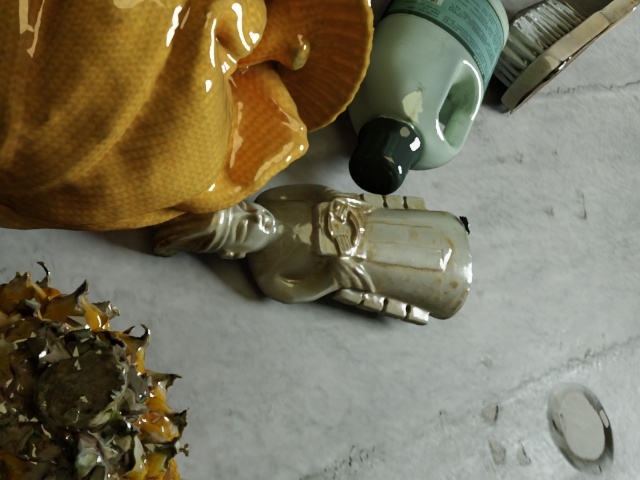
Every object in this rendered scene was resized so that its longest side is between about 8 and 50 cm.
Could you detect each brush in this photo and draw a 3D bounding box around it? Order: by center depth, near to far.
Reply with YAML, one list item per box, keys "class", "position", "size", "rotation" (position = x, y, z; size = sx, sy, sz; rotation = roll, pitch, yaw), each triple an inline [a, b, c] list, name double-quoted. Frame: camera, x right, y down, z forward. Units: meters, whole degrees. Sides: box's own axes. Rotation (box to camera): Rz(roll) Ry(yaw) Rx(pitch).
- class: "brush"
  position: [0.232, -0.201, 0.966]
  size: [0.065, 0.070, 0.327]
  rotation: [47, 42, 6]

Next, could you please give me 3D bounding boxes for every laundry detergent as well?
- class: "laundry detergent"
  position: [0.072, -0.114, 0.765]
  size: [0.099, 0.070, 0.226]
  rotation: [46, 43, -20]

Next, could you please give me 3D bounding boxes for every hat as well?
- class: "hat"
  position: [-0.120, -0.075, 0.495]
  size: [0.233, 0.244, 0.233]
  rotation: [37, 58, -5]

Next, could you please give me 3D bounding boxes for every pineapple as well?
- class: "pineapple"
  position: [-0.118, 0.081, 0.436]
  size: [0.161, 0.137, 0.176]
  rotation: [-31, 87, -47]

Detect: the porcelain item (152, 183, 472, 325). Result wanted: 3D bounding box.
- class: "porcelain item"
  position: [0.000, 0.000, 0.646]
  size: [0.213, 0.054, 0.084]
  rotation: [11, 65, -36]
